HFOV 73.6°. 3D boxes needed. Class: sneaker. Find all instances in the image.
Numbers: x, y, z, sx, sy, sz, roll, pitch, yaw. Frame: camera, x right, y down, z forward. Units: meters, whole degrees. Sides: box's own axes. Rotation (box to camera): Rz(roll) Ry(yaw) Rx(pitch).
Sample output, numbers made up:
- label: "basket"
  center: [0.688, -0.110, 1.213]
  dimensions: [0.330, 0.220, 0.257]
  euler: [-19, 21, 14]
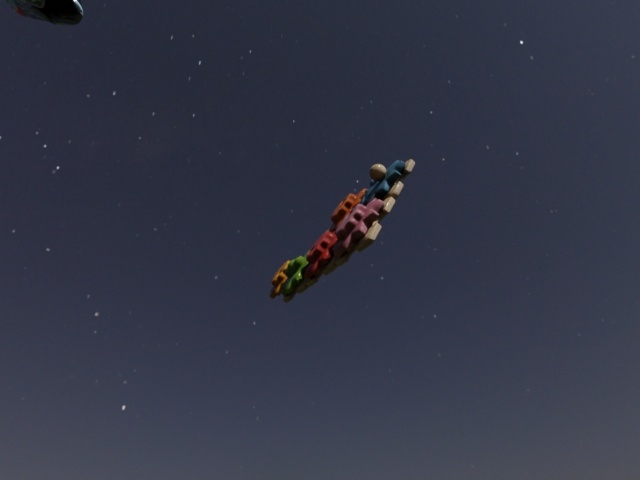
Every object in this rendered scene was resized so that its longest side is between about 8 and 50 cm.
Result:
- label: "sneaker"
  center: [-0.485, -0.422, 0.759]
  dimensions: [0.125, 0.262, 0.104]
  euler: [40, -87, -18]

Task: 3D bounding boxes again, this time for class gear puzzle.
- label: "gear puzzle"
  center: [0.000, 0.000, 0.632]
  dimensions: [0.044, 0.175, 0.339]
  euler: [39, -37, -8]
